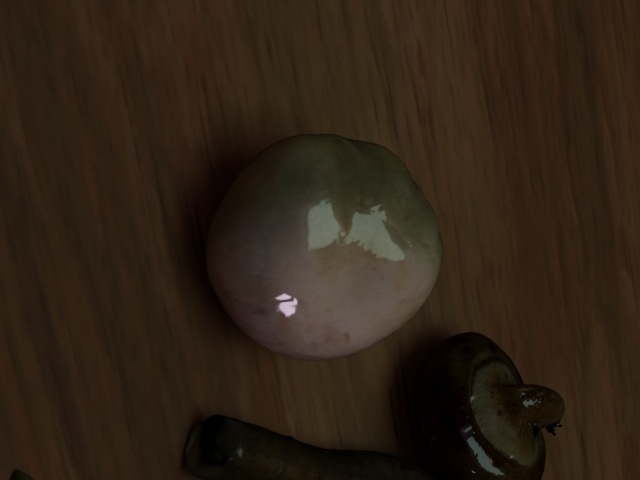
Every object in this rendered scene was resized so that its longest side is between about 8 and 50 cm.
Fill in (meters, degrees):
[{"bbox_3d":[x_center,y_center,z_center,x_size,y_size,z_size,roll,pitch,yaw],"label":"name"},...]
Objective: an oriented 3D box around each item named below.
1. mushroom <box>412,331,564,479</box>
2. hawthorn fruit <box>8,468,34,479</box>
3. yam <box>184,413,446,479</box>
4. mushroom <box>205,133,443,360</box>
[{"bbox_3d":[0.117,0.125,1.235,0.127,0.087,0.127,38,35,-33],"label":"mushroom"},{"bbox_3d":[-0.164,0.240,0.883,0.205,0.205,0.253,6,89,-47],"label":"hawthorn fruit"},{"bbox_3d":[0.036,0.170,1.198,0.327,0.045,0.045,22,117,-46],"label":"yam"},{"bbox_3d":[0.000,0.000,1.098,0.154,0.122,0.154,-8,122,-13],"label":"mushroom"}]
